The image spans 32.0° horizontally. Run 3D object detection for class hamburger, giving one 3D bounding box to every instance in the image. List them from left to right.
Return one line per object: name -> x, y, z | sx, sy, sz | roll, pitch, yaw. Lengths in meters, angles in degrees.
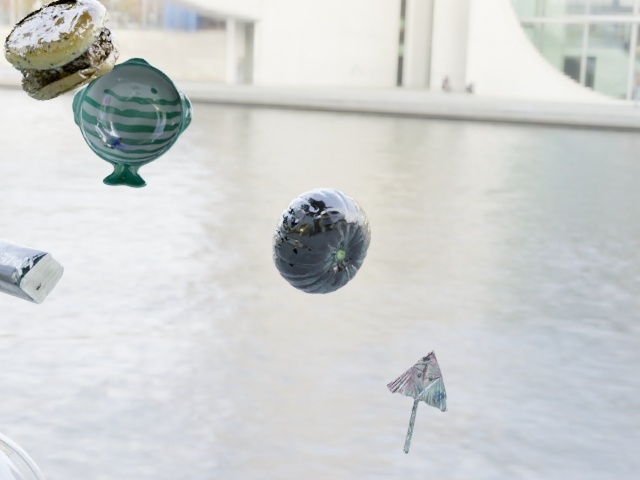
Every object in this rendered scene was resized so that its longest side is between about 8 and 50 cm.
hamburger -> -0.414, -0.309, 1.755 | 0.185, 0.177, 0.113 | 26, -20, 35

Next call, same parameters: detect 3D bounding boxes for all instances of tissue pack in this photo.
tissue pack -> -0.623, 0.062, 2.302 | 0.170, 0.090, 0.103 | 14, 55, 34

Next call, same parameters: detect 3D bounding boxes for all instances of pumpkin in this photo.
pumpkin -> 0.000, 0.000, 2.035 | 0.202, 0.202, 0.140 | -5, 28, -39

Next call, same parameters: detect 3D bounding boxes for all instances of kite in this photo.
kite -> 0.137, 0.229, 1.600 | 0.005, 0.152, 0.137 | 23, -4, -35

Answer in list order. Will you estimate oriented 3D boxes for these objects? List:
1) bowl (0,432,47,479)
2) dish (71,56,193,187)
bowl -> -0.502, 0.376, 1.456 | 0.346, 0.345, 0.157 | -1, -26, -21
dish -> -0.349, -0.212, 2.078 | 0.224, 0.246, 0.078 | 5, -9, -1
